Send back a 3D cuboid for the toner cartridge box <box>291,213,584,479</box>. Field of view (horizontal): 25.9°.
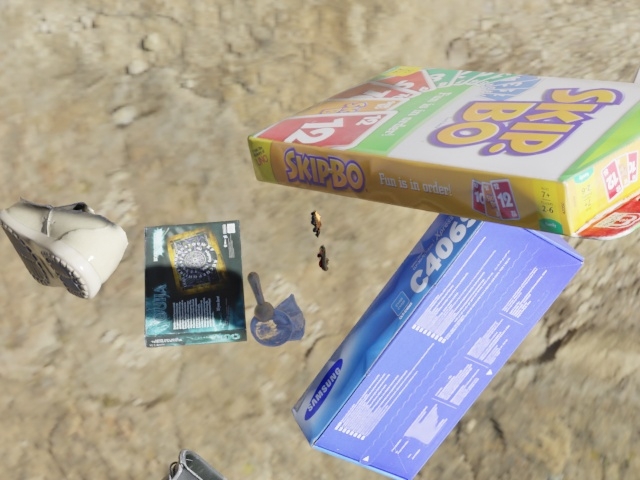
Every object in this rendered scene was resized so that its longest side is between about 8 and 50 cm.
[{"bbox_3d":[0.134,0.111,1.616,0.165,0.075,0.348,27,106,-35],"label":"toner cartridge box"}]

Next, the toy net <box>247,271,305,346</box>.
[{"bbox_3d":[-0.105,0.098,1.877,0.045,0.232,0.122,21,81,56],"label":"toy net"}]

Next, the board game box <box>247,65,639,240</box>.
[{"bbox_3d":[0.087,-0.052,0.728,0.259,0.124,0.039,16,126,47],"label":"board game box"}]

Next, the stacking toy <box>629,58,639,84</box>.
[{"bbox_3d":[0.435,-0.125,1.569,0.279,0.130,0.309,23,140,-5],"label":"stacking toy"}]

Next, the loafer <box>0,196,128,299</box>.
[{"bbox_3d":[-0.309,0.001,1.689,0.268,0.092,0.102,24,145,54],"label":"loafer"}]

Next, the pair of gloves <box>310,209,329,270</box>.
[{"bbox_3d":[0.000,0.000,1.852,0.010,0.074,0.083,-10,89,6],"label":"pair of gloves"}]

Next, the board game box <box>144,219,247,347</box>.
[{"bbox_3d":[-0.159,0.052,1.747,0.126,0.186,0.026,-4,137,-3],"label":"board game box"}]

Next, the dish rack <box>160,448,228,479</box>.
[{"bbox_3d":[-0.053,0.305,1.063,0.074,0.271,0.208,-42,113,11],"label":"dish rack"}]
